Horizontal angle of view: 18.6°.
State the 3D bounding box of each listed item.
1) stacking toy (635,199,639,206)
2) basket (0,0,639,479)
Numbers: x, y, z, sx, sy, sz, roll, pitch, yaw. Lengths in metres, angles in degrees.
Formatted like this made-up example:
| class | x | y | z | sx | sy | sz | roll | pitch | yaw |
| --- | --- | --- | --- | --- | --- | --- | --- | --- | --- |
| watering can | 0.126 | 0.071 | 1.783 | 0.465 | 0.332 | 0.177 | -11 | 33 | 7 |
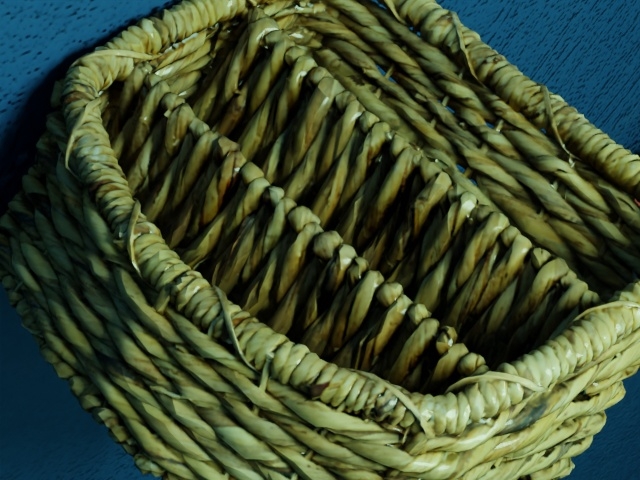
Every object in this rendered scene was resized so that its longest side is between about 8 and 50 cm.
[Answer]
| class | x | y | z | sx | sy | sz | roll | pitch | yaw |
| --- | --- | --- | --- | --- | --- | --- | --- | --- | --- |
| stacking toy | 0.340 | -0.070 | 1.625 | 0.309 | 0.130 | 0.279 | 23 | 79 | -64 |
| basket | 0.000 | 0.000 | 0.963 | 0.213 | 0.299 | 0.223 | 2 | 126 | -54 |
